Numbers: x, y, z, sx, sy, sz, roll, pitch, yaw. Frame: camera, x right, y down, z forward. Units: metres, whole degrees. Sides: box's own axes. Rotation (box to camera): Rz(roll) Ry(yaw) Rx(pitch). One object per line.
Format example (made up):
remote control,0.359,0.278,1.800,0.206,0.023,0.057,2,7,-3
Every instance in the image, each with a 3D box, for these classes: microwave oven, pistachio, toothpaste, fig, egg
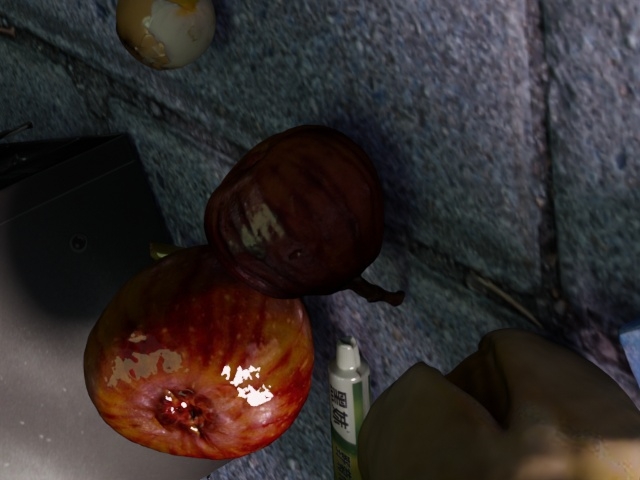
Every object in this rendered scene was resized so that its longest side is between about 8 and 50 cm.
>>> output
microwave oven,-0.309,0.099,1.702,0.432,0.236,0.374,0,115,58
pistachio,0.117,0.153,1.111,0.288,0.166,0.197,-145,36,-84
toothpaste,0.025,0.151,1.429,0.049,0.031,0.204,37,145,37
fig,-0.015,-0.009,1.273,0.128,0.128,0.150,33,145,41
fig,-0.082,0.065,1.432,0.175,0.207,0.175,9,128,12
egg,-0.114,-0.162,1.348,0.083,0.071,0.071,47,149,48

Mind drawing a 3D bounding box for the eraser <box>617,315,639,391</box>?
eraser,0.276,0.179,1.047,0.144,0.042,0.312,-7,108,60
